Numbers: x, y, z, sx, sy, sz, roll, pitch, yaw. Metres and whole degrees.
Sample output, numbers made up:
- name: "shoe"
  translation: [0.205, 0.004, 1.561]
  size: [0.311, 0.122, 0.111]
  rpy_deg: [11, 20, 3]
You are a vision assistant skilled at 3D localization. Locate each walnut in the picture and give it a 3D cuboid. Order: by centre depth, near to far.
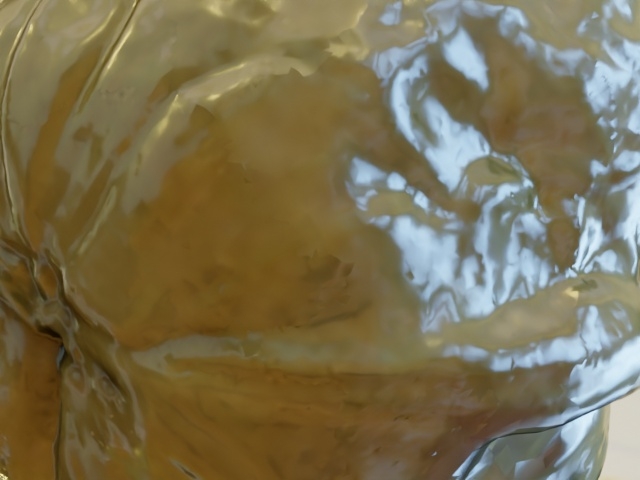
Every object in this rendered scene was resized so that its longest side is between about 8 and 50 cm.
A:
- name: "walnut"
  translation: [0.000, 0.002, 0.709]
  size: [0.277, 0.282, 0.253]
  rpy_deg: [-2, -3, -39]
